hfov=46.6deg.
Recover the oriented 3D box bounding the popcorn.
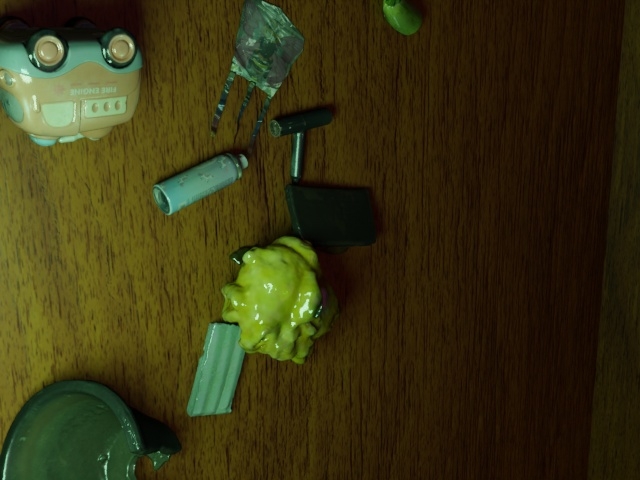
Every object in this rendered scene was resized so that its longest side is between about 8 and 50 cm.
[{"bbox_3d":[-0.081,0.141,1.773,0.315,0.281,0.298,20,87,-38],"label":"popcorn"}]

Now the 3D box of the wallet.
[{"bbox_3d":[0.034,-0.062,1.930,0.309,0.042,0.165,-1,78,-48],"label":"wallet"}]

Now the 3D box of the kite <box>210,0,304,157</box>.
[{"bbox_3d":[-0.157,-0.386,1.749,0.204,0.022,0.361,29,77,-41],"label":"kite"}]

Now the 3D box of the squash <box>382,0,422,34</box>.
[{"bbox_3d":[0.202,-0.617,1.968,0.090,0.075,0.200,-58,154,9],"label":"squash"}]

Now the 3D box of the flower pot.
[{"bbox_3d":[-0.451,0.478,1.538,0.251,0.379,0.380,21,86,-62],"label":"flower pot"}]

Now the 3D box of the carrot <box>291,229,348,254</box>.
[{"bbox_3d":[0.000,0.000,1.951,0.186,0.060,0.060,12,92,-40],"label":"carrot"}]

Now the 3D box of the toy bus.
[{"bbox_3d":[-0.479,-0.298,1.398,0.287,0.194,0.232,-16,123,-38],"label":"toy bus"}]

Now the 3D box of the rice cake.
[{"bbox_3d":[-0.250,0.316,1.821,0.127,0.043,0.237,11,93,-41],"label":"rice cake"}]

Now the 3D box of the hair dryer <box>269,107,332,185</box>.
[{"bbox_3d":[-0.042,-0.226,1.873,0.173,0.050,0.195,-21,117,-34],"label":"hair dryer"}]

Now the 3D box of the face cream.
[{"bbox_3d":[-0.264,-0.137,1.680,0.229,0.075,0.075,-31,119,-32],"label":"face cream"}]
